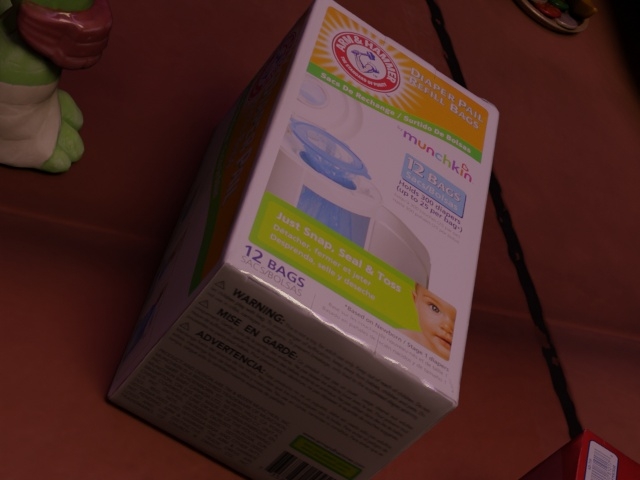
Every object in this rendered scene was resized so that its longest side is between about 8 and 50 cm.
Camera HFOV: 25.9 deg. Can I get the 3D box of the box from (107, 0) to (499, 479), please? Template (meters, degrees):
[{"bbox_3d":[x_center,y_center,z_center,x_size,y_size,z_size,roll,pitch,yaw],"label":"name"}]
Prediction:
[{"bbox_3d":[0.000,0.000,0.629,0.114,0.103,0.203,32,40,-13],"label":"box"}]

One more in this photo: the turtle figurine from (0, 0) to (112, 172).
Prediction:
[{"bbox_3d":[-0.065,-0.167,0.599,0.198,0.266,0.275,41,39,-2],"label":"turtle figurine"}]

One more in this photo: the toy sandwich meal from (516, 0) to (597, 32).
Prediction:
[{"bbox_3d":[0.168,-0.186,1.001,0.085,0.029,0.086,23,43,-23],"label":"toy sandwich meal"}]

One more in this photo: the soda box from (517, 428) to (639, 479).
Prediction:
[{"bbox_3d":[0.089,0.203,0.525,0.083,0.092,0.263,35,39,-10],"label":"soda box"}]
